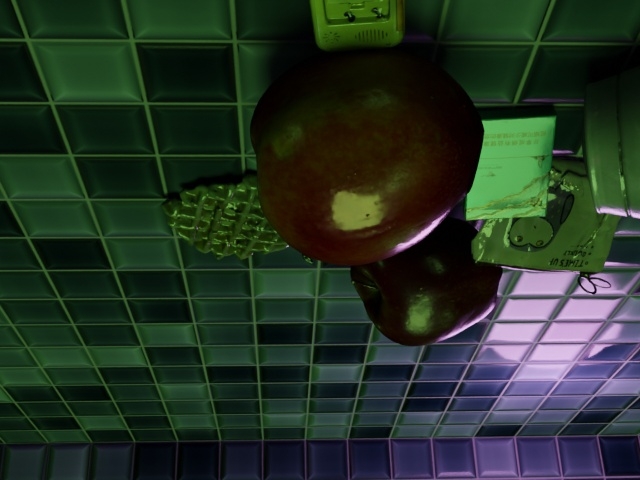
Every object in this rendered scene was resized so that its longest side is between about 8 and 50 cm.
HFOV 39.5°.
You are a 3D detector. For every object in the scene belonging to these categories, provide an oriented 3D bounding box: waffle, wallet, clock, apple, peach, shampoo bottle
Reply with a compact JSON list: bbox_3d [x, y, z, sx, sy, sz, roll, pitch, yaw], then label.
[{"bbox_3d":[-0.173,-0.042,1.920,0.292,0.056,0.309,-12,149,19],"label":"waffle"},{"bbox_3d":[0.486,-0.035,1.830,0.335,0.068,0.274,7,111,-17],"label":"wallet"},{"bbox_3d":[0.051,-0.369,1.285,0.143,0.096,0.202,-6,152,2],"label":"clock"},{"bbox_3d":[0.225,0.082,1.940,0.317,0.288,0.288,-9,156,-23],"label":"apple"},{"bbox_3d":[0.074,-0.141,1.442,0.389,0.388,0.388,-1,152,-1],"label":"peach"},{"bbox_3d":[0.580,-0.167,1.500,0.266,0.273,0.273,-6,152,22],"label":"shampoo bottle"}]

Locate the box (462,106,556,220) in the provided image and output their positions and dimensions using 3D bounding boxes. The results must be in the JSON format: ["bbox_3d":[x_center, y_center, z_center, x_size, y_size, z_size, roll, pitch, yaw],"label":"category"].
[{"bbox_3d":[0.354,-0.143,1.689,0.162,0.041,0.229,-3,127,3],"label":"box"}]

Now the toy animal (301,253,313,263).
[{"bbox_3d":[0.000,0.000,1.959,0.108,0.062,0.220,-36,176,6],"label":"toy animal"}]
